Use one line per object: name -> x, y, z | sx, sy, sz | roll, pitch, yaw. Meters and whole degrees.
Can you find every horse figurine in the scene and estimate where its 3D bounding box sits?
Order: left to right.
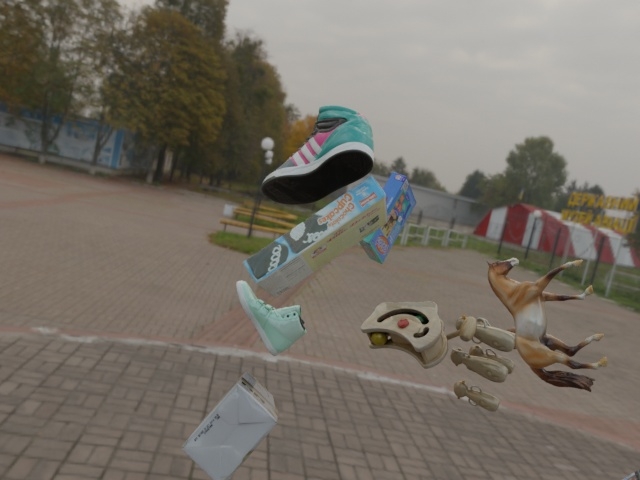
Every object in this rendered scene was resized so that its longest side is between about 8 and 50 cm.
horse figurine -> 0.401, 0.148, 1.026 | 0.174, 0.263, 0.066 | -16, -7, 32

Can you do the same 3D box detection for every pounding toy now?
pounding toy -> 0.247, 0.257, 1.440 | 0.269, 0.155, 0.154 | -4, 38, 30

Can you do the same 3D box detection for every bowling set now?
bowling set -> 0.451, 0.298, 1.565 | 0.154, 0.287, 0.200 | 20, 33, 27

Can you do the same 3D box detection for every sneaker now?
sneaker -> -0.144, 0.207, 1.767 | 0.151, 0.256, 0.094 | -32, -1, 2
sneaker -> -0.003, -0.197, 1.250 | 0.295, 0.179, 0.124 | -17, -42, 38

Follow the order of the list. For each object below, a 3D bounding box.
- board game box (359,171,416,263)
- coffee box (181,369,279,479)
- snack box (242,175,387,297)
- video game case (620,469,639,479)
board game box -> 0.183, -0.059, 1.580 | 0.047, 0.210, 0.160 | 24, -13, 27
coffee box -> -0.155, 0.334, 1.064 | 0.098, 0.141, 0.246 | 42, -7, 3
snack box -> 0.000, 0.000, 1.255 | 0.060, 0.322, 0.187 | 55, -3, 17
video game case -> 0.747, 0.711, 1.512 | 0.035, 0.248, 0.275 | 55, 16, 21
